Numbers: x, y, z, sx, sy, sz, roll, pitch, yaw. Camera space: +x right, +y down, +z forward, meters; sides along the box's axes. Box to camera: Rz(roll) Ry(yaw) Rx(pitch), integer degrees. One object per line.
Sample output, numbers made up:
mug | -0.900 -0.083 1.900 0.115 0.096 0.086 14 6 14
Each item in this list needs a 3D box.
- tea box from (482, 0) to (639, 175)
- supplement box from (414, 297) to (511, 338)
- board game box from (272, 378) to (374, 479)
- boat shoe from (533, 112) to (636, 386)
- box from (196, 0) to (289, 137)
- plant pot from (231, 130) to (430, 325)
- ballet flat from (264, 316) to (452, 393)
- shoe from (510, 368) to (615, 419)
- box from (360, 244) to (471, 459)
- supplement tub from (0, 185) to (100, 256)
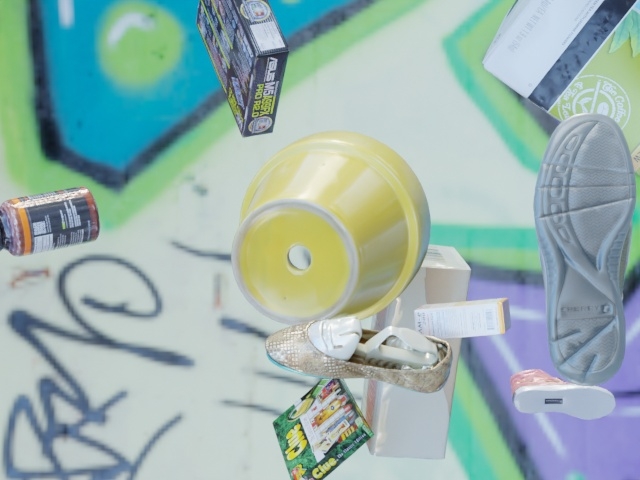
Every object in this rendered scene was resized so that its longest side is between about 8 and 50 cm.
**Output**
tea box | 0.458 -0.312 1.846 0.329 0.323 0.220 -55 3 37
supplement box | 0.157 0.087 1.473 0.062 0.098 0.036 -11 -85 -75
board game box | -0.001 0.281 1.993 0.030 0.136 0.260 46 -178 -15
boat shoe | 0.310 0.012 1.575 0.103 0.118 0.321 52 -144 -81
box | -0.136 -0.345 2.249 0.216 0.060 0.270 104 148 -55
plant pot | 0.000 0.000 1.723 0.239 0.253 0.254 -42 -48 -70
ballet flat | 0.046 0.110 1.392 0.073 0.206 0.067 -103 30 -45
shoe | 0.417 0.261 2.315 0.081 0.177 0.064 -89 1 -66
box | 0.143 0.170 2.076 0.148 0.121 0.311 -112 27 -73
supplement tub | -0.500 -0.031 2.374 0.106 0.197 0.106 36 131 55
